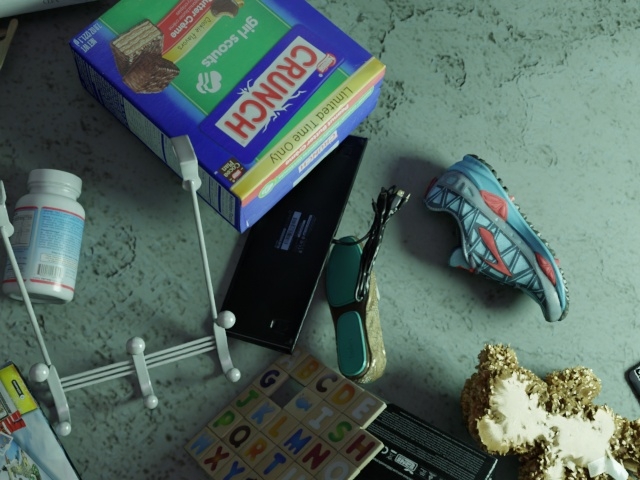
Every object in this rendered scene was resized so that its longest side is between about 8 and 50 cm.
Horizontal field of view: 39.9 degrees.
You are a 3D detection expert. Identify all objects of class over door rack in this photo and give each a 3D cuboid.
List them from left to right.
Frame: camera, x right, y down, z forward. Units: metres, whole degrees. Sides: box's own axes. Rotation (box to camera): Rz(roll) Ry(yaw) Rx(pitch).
[{"bbox_3d":[-0.233,0.066,1.032,0.240,0.108,0.324,-15,116,-14],"label":"over door rack"}]

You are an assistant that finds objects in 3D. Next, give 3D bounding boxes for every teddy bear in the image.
[{"bbox_3d":[0.317,0.270,1.154,0.338,0.113,0.245,12,73,-21],"label":"teddy bear"}]

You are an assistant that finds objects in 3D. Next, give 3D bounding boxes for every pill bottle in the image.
[{"bbox_3d":[-0.346,-0.005,1.111,0.087,0.087,0.160,7,75,-9],"label":"pill bottle"}]

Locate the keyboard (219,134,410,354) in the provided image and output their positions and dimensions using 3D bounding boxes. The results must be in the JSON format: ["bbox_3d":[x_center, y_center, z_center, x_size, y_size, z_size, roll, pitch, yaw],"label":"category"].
[{"bbox_3d":[0.000,0.000,1.173,0.202,0.033,0.317,13,73,23],"label":"keyboard"}]

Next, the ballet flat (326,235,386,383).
[{"bbox_3d":[0.050,0.095,1.171,0.073,0.067,0.206,-16,61,29],"label":"ballet flat"}]

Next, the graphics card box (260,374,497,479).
[{"bbox_3d":[0.017,0.358,1.009,0.233,0.094,0.371,24,59,25],"label":"graphics card box"}]

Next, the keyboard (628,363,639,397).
[{"bbox_3d":[0.523,0.246,1.238,0.100,0.038,0.192,-28,84,-16],"label":"keyboard"}]

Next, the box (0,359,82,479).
[{"bbox_3d":[-0.380,0.282,1.041,0.159,0.044,0.233,-31,75,-15],"label":"box"}]

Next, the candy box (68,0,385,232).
[{"bbox_3d":[-0.122,-0.216,1.167,0.317,0.122,0.268,42,73,10],"label":"candy box"}]

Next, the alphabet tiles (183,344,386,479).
[{"bbox_3d":[-0.038,0.233,1.057,0.198,0.237,0.009,-42,125,-17],"label":"alphabet tiles"}]

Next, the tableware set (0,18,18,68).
[{"bbox_3d":[-0.483,-0.213,1.162,0.128,0.039,0.194,11,70,4],"label":"tableware set"}]

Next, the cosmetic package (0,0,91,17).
[{"bbox_3d":[-0.407,-0.411,1.114,0.224,0.224,0.138,-15,61,-13],"label":"cosmetic package"}]

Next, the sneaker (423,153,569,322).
[{"bbox_3d":[0.238,0.015,1.225,0.125,0.104,0.261,-34,80,1],"label":"sneaker"}]
